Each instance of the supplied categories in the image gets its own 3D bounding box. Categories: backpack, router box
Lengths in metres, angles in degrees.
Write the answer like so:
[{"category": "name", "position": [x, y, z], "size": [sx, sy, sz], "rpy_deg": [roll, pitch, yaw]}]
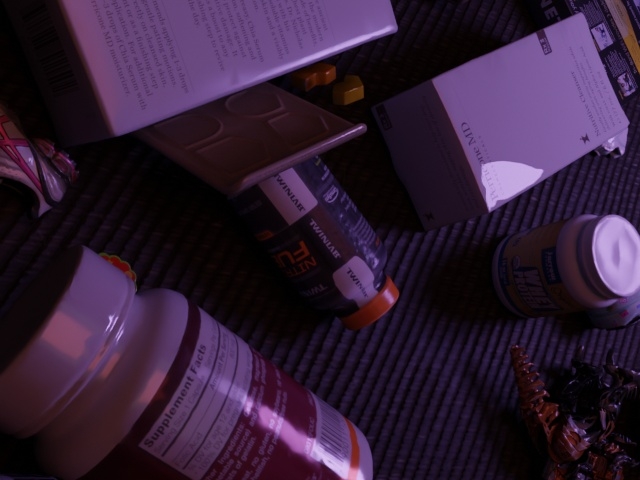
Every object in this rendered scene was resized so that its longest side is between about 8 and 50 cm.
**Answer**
[{"category": "backpack", "position": [0.519, 0.074, 1.403], "size": [0.182, 0.152, 0.115], "rpy_deg": [-34, 93, -21]}, {"category": "router box", "position": [0.520, -0.409, 1.538], "size": [0.243, 0.081, 0.309], "rpy_deg": [-32, 97, -34]}]

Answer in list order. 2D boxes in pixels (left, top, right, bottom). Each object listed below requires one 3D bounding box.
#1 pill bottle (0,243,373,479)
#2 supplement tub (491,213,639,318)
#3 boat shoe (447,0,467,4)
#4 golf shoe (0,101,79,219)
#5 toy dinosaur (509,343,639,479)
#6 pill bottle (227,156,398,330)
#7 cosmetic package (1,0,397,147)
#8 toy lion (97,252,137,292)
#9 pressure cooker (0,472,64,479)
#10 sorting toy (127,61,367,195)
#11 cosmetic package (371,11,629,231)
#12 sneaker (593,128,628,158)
[{"category": "pill bottle", "position": [-0.152, 0.193, 0.867], "size": [0.392, 0.224, 0.224], "rpy_deg": [40, 61, -23]}, {"category": "supplement tub", "position": [0.381, 0.040, 1.273], "size": [0.144, 0.199, 0.144], "rpy_deg": [8, 74, -31]}, {"category": "boat shoe", "position": [0.146, -0.516, 1.305], "size": [0.324, 0.116, 0.097], "rpy_deg": [43, 56, -24]}, {"category": "golf shoe", "position": [-0.361, -0.103, 0.906], "size": [0.186, 0.067, 0.086], "rpy_deg": [41, 62, -19]}, {"category": "toy dinosaur", "position": [0.404, 0.287, 1.272], "size": [0.218, 0.164, 0.322], "rpy_deg": [-44, 126, -16]}, {"category": "pill bottle", "position": [0.000, 0.000, 1.078], "size": [0.130, 0.130, 0.246], "rpy_deg": [-45, 104, -32]}, {"category": "cosmetic package", "position": [-0.136, -0.298, 1.018], "size": [0.453, 0.161, 0.230], "rpy_deg": [-28, 107, -34]}, {"category": "toy lion", "position": [-0.263, 0.061, 0.957], "size": [0.100, 0.034, 0.096], "rpy_deg": [6, 69, -31]}, {"category": "pressure cooker", "position": [-0.339, 0.369, 0.597], "size": [0.420, 0.370, 0.375], "rpy_deg": [18, 30, -39]}, {"category": "sorting toy", "position": [-0.057, -0.147, 1.039], "size": [0.307, 0.229, 0.041], "rpy_deg": [-29, 131, -34]}, {"category": "cosmetic package", "position": [0.289, -0.192, 1.294], "size": [0.385, 0.156, 0.217], "rpy_deg": [-31, 98, -35]}, {"category": "sneaker", "position": [0.508, -0.189, 1.498], "size": [0.152, 0.053, 0.061], "rpy_deg": [8, 77, -32]}]
